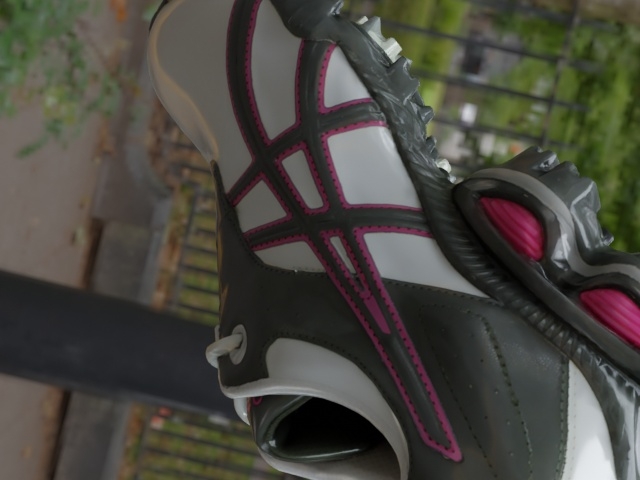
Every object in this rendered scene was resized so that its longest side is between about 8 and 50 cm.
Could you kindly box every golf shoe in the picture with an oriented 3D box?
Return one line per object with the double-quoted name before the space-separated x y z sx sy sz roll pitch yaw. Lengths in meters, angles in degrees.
"golf shoe" 0.000 0.000 0.503 0.120 0.273 0.105 -40 137 -8
